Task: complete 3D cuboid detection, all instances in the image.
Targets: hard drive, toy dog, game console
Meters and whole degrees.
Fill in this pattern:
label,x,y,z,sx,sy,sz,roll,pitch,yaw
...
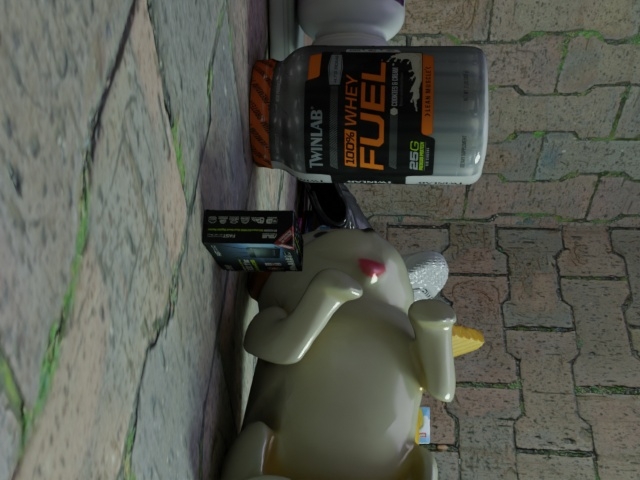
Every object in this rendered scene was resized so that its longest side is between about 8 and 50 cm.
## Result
label,x,y,z,sx,sy,sz,roll,pitch,yaw
hard drive,-0.053,-0.334,1.448,0.203,0.040,0.307,-78,168,-69
toy dog,0.028,0.171,1.125,0.395,0.285,0.407,110,-15,-60
game console,0.000,0.000,1.954,0.144,0.085,0.124,-23,122,-86

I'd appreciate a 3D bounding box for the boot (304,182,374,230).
label,x,y,z,sx,sy,sz,roll,pitch,yaw
boot,0.048,-0.030,1.923,0.338,0.118,0.223,56,1,6

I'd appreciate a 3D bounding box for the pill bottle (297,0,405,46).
label,x,y,z,sx,sy,sz,roll,pitch,yaw
pill bottle,0.048,-0.403,1.384,0.169,0.169,0.301,63,28,-82

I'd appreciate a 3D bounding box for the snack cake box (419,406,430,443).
label,x,y,z,sx,sy,sz,roll,pitch,yaw
snack cake box,0.107,0.434,2.109,0.152,0.264,0.089,-18,-111,61

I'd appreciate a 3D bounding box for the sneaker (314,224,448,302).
label,x,y,z,sx,sy,sz,roll,pitch,yaw
sneaker,0.077,0.054,1.735,0.137,0.366,0.210,25,47,-40

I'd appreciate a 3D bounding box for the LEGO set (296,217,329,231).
label,x,y,z,sx,sy,sz,roll,pitch,yaw
LEGO set,-0.022,0.045,1.672,0.227,0.087,0.093,-78,168,-65

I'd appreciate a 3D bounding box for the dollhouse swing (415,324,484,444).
label,x,y,z,sx,sy,sz,roll,pitch,yaw
dollhouse swing,0.155,0.337,1.820,0.347,0.305,0.315,19,68,-56

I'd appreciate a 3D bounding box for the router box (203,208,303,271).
label,x,y,z,sx,sy,sz,roll,pitch,yaw
router box,-0.068,0.002,0.953,0.122,0.092,0.038,75,17,-74

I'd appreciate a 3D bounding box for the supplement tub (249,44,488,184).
label,x,y,z,sx,sy,sz,roll,pitch,yaw
supplement tub,0.068,-0.174,1.247,0.193,0.316,0.193,1,90,-85

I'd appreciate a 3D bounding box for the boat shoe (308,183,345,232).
label,x,y,z,sx,sy,sz,roll,pitch,yaw
boat shoe,0.014,-0.159,2.102,0.109,0.091,0.304,20,70,-77
